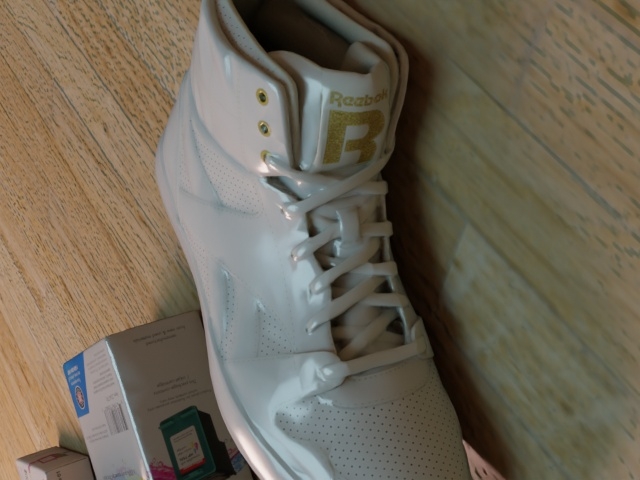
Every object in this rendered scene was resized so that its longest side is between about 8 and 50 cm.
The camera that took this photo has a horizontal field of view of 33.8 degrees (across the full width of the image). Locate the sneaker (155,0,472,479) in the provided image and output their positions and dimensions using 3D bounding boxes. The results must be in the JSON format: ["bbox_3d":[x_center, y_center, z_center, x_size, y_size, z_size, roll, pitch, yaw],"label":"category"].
[{"bbox_3d":[0.000,0.000,0.503,0.293,0.108,0.169,60,150,26],"label":"sneaker"}]

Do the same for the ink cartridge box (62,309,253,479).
[{"bbox_3d":[-0.113,0.182,0.798,0.134,0.078,0.231,-29,78,59],"label":"ink cartridge box"}]

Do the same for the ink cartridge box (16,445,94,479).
[{"bbox_3d":[-0.284,0.279,1.151,0.122,0.052,0.089,-7,97,61],"label":"ink cartridge box"}]
